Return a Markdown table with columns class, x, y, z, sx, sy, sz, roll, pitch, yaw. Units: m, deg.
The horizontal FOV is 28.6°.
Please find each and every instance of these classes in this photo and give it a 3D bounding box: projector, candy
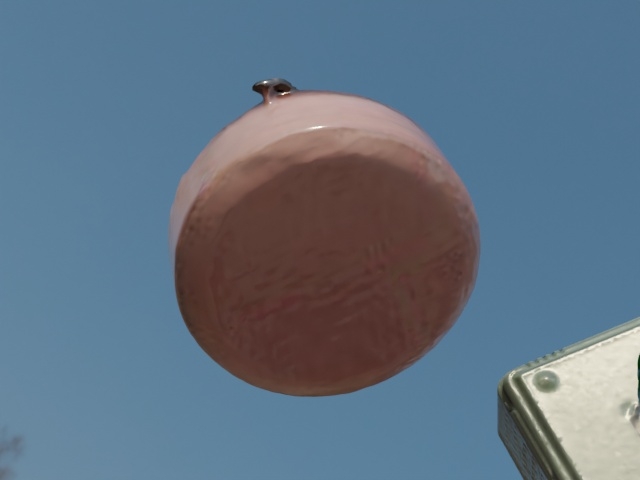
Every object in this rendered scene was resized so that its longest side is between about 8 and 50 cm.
| class | x | y | z | sx | sy | sz | roll | pitch | yaw |
| --- | --- | --- | --- | --- | --- | --- | --- | --- | --- |
| projector | 0.268 | 0.178 | 0.928 | 0.099 | 0.192 | 0.256 | 81 | -14 | -51 |
| candy | 0.000 | 0.000 | 0.982 | 0.255 | 0.094 | 0.255 | -5 | -61 | -10 |

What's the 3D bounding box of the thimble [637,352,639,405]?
| class | x | y | z | sx | sy | sz | roll | pitch | yaw |
| --- | --- | --- | --- | --- | --- | --- | --- | --- | --- |
| thimble | 0.180 | 0.044 | 0.422 | 0.130 | 0.118 | 0.090 | 37 | -52 | 22 |
